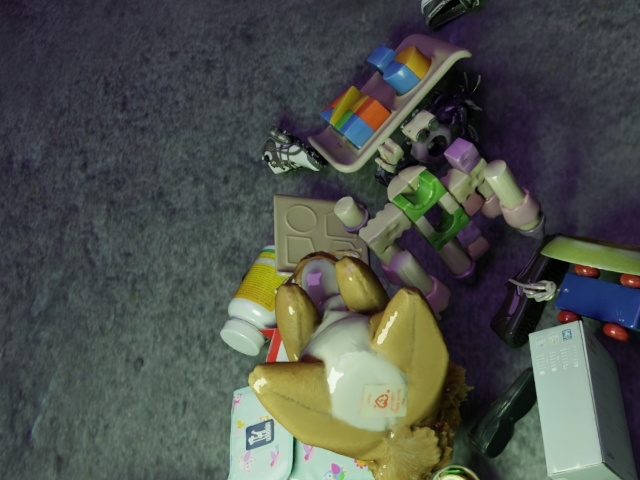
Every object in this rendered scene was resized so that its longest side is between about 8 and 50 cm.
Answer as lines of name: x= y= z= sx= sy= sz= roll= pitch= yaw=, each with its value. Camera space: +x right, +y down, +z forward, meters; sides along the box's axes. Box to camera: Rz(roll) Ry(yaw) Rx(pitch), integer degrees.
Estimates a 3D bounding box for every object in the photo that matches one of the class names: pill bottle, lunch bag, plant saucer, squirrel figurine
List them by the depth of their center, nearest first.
plant saucer: x=0.476 y=0.024 z=1.690 sx=0.241 sy=0.241 sz=0.037 roll=14 pitch=98 yaw=40
squirrel figurine: x=0.068 y=0.199 z=1.713 sx=0.281 sy=0.397 sz=0.370 roll=-35 pitch=23 yaw=1
lunch bag: x=-0.031 y=0.356 z=1.842 sx=0.262 sy=0.160 sz=0.223 roll=0 pitch=56 yaw=-3
pill bottle: x=-0.112 y=0.121 z=2.103 sx=0.117 sy=0.118 sz=0.208 roll=6 pitch=55 yaw=38

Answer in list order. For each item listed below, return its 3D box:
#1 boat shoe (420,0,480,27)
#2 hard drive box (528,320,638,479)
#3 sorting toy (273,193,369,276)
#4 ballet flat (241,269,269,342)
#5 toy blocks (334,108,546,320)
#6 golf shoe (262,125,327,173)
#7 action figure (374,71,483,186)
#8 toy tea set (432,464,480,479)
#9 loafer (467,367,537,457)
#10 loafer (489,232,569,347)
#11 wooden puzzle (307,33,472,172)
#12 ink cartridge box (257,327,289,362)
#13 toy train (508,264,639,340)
boat shoe: x=0.316 y=-0.527 z=2.254 sx=0.219 sy=0.077 sz=0.070 roll=-30 pitch=49 yaw=28
hard drive box: x=0.408 y=0.269 z=1.626 sx=0.089 sy=0.181 sz=0.232 roll=-19 pitch=53 yaw=26
sorting toy: x=0.000 y=0.000 z=2.111 sx=0.038 sy=0.192 sz=0.208 roll=114 pitch=158 yaw=-51
ballet flat: x=-0.127 y=0.138 z=2.191 sx=0.057 sy=0.049 sz=0.173 roll=-9 pitch=57 yaw=-5
toy blocks: x=0.224 y=-0.018 z=1.892 sx=0.288 sy=0.260 sz=0.309 roll=-44 pitch=38 yaw=-2
golf shoe: x=-0.059 y=-0.177 z=2.314 sx=0.198 sy=0.077 sz=0.094 roll=36 pitch=98 yaw=50
action figure: x=0.232 y=-0.197 z=2.068 sx=0.276 sy=0.141 sz=0.164 roll=-47 pitch=40 yaw=-9
toy tea set: x=0.174 y=0.471 z=1.668 sx=0.336 sy=0.124 sz=0.200 roll=-26 pitch=80 yaw=19
loafer: x=0.308 y=0.280 z=1.774 sx=0.170 sy=0.062 sz=0.061 roll=-53 pitch=42 yaw=-5
loafer: x=0.360 y=0.077 z=1.845 sx=0.078 sy=0.080 sz=0.220 roll=23 pitch=78 yaw=41
wooden puzzle: x=0.119 y=-0.305 z=2.167 sx=0.348 sy=0.080 sz=0.322 roll=-44 pitch=20 yaw=3
ink cartridge box: x=-0.004 y=0.224 z=1.979 sx=0.231 sy=0.134 sz=0.078 roll=-2 pitch=63 yaw=36
toy train: x=0.448 y=0.104 z=1.734 sx=0.248 sy=0.143 sz=0.105 roll=15 pitch=81 yaw=48
